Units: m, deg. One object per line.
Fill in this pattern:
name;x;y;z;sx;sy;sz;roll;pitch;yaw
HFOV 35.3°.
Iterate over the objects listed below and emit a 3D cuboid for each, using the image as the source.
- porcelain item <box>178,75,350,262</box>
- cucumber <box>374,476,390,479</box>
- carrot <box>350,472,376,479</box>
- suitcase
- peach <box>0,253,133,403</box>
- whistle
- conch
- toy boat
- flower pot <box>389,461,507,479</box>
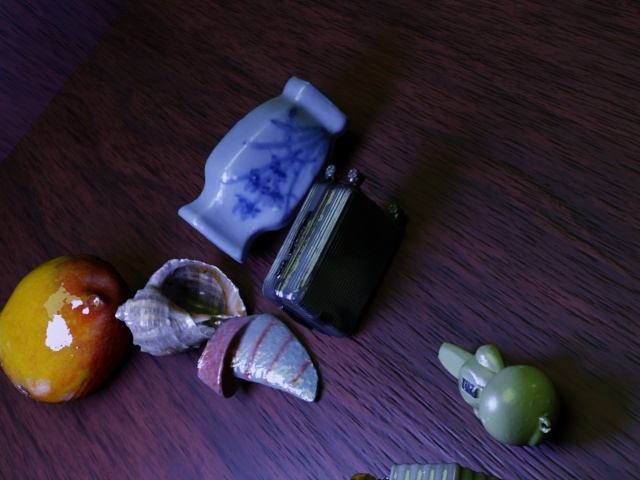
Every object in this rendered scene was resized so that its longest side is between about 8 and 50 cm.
porcelain item;-0.119;-0.158;2.239;0.405;0.243;0.178;-51;16;-2
cucumber;0.050;0.482;1.751;0.244;0.063;0.115;-17;75;30
carrot;0.056;0.519;1.669;0.070;0.070;0.260;8;88;45
suitcase;0.029;0.026;1.999;0.128;0.202;0.312;14;71;47
peach;-0.590;0.197;2.351;0.372;0.290;0.372;-58;-1;-1
whistle;0.304;0.243;1.676;0.141;0.141;0.294;-47;24;6
conch;-0.307;0.167;2.245;0.291;0.159;0.210;11;54;-1
toy boat;-0.104;0.249;2.062;0.282;0.096;0.206;13;59;37
flower pot;0.196;0.460;1.527;0.209;0.239;0.189;7;63;13
